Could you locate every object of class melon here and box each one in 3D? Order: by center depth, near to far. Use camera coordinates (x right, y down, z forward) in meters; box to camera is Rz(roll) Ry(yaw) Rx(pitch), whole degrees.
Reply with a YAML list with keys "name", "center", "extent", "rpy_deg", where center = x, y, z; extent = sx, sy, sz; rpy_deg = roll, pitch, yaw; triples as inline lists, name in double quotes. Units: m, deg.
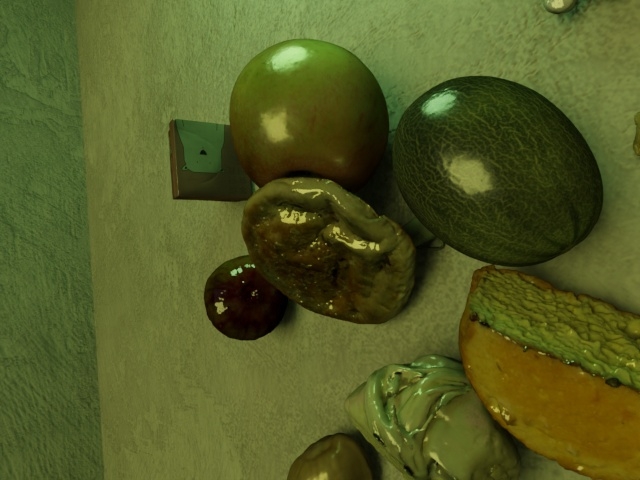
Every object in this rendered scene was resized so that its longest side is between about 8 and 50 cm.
- name: "melon"
  center: [0.244, -0.097, 0.621]
  extent: [0.302, 0.237, 0.237]
  rpy_deg: [51, 123, 25]

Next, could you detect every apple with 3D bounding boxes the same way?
- name: "apple"
  center: [-0.027, -0.214, 0.836]
  extent: [0.319, 0.319, 0.277]
  rpy_deg: [-23, 41, 43]

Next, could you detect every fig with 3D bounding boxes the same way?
- name: "fig"
  center: [-0.213, 0.145, 1.143]
  extent: [0.321, 0.216, 0.217]
  rpy_deg: [168, 99, -68]

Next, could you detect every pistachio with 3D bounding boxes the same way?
- name: "pistachio"
  center: [0.013, 0.540, 0.911]
  extent: [0.181, 0.162, 0.293]
  rpy_deg: [16, 100, 7]

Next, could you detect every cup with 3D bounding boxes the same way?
- name: "cup"
  center: [0.194, -0.014, 0.813]
  extent: [0.083, 0.074, 0.055]
  rpy_deg: [-39, 27, 42]

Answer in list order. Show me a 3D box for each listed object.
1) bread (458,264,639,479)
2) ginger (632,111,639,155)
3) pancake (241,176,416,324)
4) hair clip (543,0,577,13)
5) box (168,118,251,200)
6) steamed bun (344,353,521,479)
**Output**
- name: "bread"
  center: [0.330, 0.185, 0.553]
  extent: [0.340, 0.194, 0.179]
  rpy_deg: [23, 120, 26]
- name: "ginger"
  center: [0.498, -0.201, 0.486]
  extent: [0.288, 0.075, 0.089]
  rpy_deg: [-42, 39, 42]
- name: "pancake"
  center: [0.003, 0.037, 0.837]
  extent: [0.386, 0.082, 0.387]
  rpy_deg: [19, 142, 16]
- name: "hair clip"
  center: [0.413, -0.389, 0.578]
  extent: [0.257, 0.075, 0.146]
  rpy_deg: [12, 93, 40]
- name: "box"
  center: [-0.309, -0.215, 1.199]
  extent: [0.086, 0.215, 0.215]
  rpy_deg: [-13, 82, 58]
- name: "steamed bun"
  center: [0.193, 0.298, 0.703]
  extent: [0.268, 0.207, 0.280]
  rpy_deg: [46, 163, 11]
